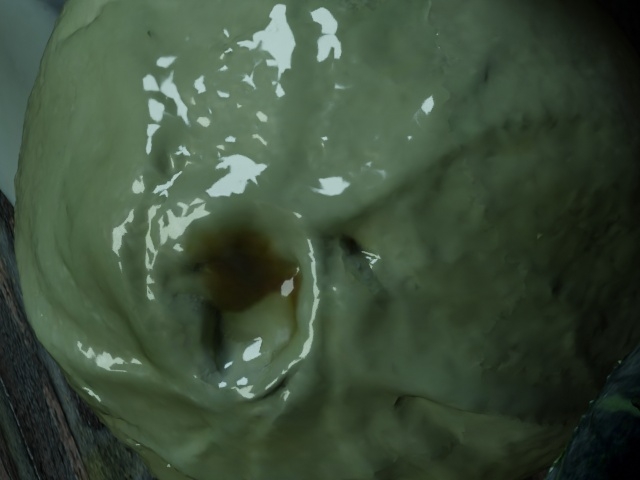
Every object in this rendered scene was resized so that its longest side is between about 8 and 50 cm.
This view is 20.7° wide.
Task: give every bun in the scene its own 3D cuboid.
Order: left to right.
[{"bbox_3d":[-0.004,-0.001,0.896,0.364,0.202,0.364,7,115,15],"label":"bun"}]

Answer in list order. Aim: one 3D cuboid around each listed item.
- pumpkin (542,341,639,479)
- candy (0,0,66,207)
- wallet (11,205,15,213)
[{"bbox_3d":[0.220,0.137,0.682,0.296,0.296,0.296,37,136,47],"label":"pumpkin"},{"bbox_3d":[-0.129,-0.104,1.206,0.359,0.208,0.145,46,127,41],"label":"candy"},{"bbox_3d":[-0.289,-0.166,1.615,0.377,0.051,0.197,65,148,12],"label":"wallet"}]
